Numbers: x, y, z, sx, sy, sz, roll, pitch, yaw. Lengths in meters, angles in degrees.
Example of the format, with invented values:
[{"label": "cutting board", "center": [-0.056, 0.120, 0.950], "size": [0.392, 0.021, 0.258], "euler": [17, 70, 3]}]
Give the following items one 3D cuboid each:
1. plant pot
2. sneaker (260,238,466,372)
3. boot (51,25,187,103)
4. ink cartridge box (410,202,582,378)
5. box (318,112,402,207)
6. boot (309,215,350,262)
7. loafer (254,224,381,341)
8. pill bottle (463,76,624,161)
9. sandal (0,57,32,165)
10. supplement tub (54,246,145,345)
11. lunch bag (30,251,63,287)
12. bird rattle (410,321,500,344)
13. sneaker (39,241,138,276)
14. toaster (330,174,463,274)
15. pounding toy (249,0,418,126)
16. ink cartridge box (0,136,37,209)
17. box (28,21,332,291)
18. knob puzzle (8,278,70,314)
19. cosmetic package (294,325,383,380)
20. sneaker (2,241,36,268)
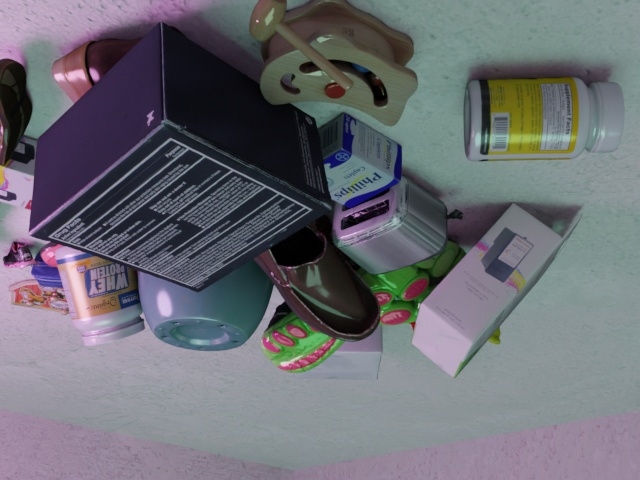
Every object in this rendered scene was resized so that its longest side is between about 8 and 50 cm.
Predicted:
[{"label": "plant pot", "center": [-0.226, 0.081, 1.461], "size": [0.292, 0.235, 0.293], "euler": [2, 153, 1]}, {"label": "sneaker", "center": [0.077, 0.102, 1.571], "size": [0.482, 0.202, 0.185], "euler": [-26, 120, 16]}, {"label": "boot", "center": [-0.245, -0.199, 1.083], "size": [0.206, 0.090, 0.248], "euler": [-7, 147, 21]}, {"label": "ink cartridge box", "center": [0.334, 0.074, 1.415], "size": [0.119, 0.353, 0.207], "euler": [39, 159, 19]}, {"label": "box", "center": [0.045, -0.128, 1.219], "size": [0.137, 0.072, 0.126], "euler": [23, 146, -35]}, {"label": "boot", "center": [0.000, 0.000, 1.488], "size": [0.084, 0.059, 0.158], "euler": [-13, 140, 32]}, {"label": "loafer", "center": [-0.024, 0.055, 1.346], "size": [0.366, 0.134, 0.130], "euler": [42, 165, -13]}, {"label": "pill bottle", "center": [0.316, -0.174, 1.062], "size": [0.208, 0.119, 0.119], "euler": [0, 152, 5]}, {"label": "sandal", "center": [-0.485, -0.198, 1.115], "size": [0.060, 0.090, 0.219], "euler": [23, 151, -4]}, {"label": "supplement tub", "center": [-0.432, 0.095, 1.464], "size": [0.144, 0.200, 0.144], "euler": [-14, -176, 1]}, {"label": "lunch bag", "center": [-0.588, 0.062, 1.628], "size": [0.098, 0.067, 0.065], "euler": [4, 152, 0]}, {"label": "bird rattle", "center": [0.286, 0.164, 1.660], "size": [0.253, 0.143, 0.207], "euler": [-5, -169, -20]}, {"label": "sneaker", "center": [-0.441, 0.080, 1.578], "size": [0.313, 0.136, 0.116], "euler": [16, 148, -24]}, {"label": "toaster", "center": [0.127, -0.031, 1.338], "size": [0.227, 0.129, 0.146], "euler": [-20, 143, 38]}, {"label": "pounding toy", "center": [0.004, -0.211, 0.973], "size": [0.269, 0.155, 0.154], "euler": [20, 143, -30]}, {"label": "ink cartridge box", "center": [-0.535, -0.122, 1.268], "size": [0.175, 0.072, 0.127], "euler": [18, 149, -28]}, {"label": "box", "center": [-0.195, -0.097, 1.036], "size": [0.296, 0.183, 0.294], "euler": [-31, 144, 31]}, {"label": "knob puzzle", "center": [-0.674, 0.144, 1.831], "size": [0.213, 0.030, 0.213], "euler": [2, 152, 1]}, {"label": "cosmetic package", "center": [0.041, 0.258, 1.880], "size": [0.224, 0.138, 0.225], "euler": [1, 151, 1]}, {"label": "sneaker", "center": [-0.659, 0.029, 1.605], "size": [0.119, 0.057, 0.047], "euler": [-2, -161, 44]}]
